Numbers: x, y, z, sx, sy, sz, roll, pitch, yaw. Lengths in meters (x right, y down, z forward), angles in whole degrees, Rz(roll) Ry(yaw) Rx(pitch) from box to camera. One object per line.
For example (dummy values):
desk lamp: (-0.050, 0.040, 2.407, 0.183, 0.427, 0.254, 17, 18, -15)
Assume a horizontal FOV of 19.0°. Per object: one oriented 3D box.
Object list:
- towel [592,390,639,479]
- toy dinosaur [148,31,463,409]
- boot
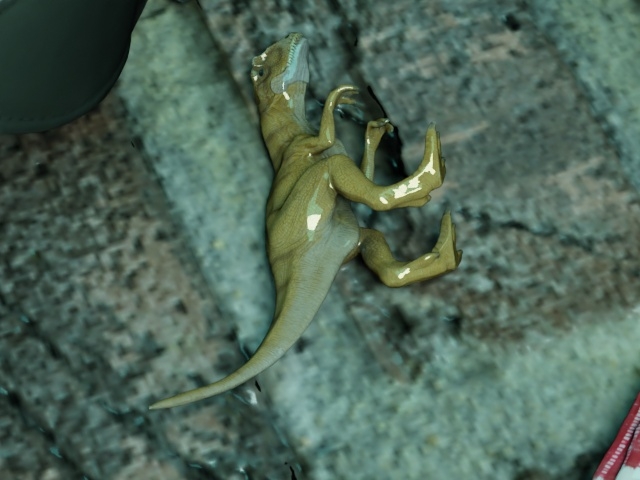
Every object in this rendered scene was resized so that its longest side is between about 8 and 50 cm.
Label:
towel: (0.168, 0.133, 0.665, 0.237, 0.037, 0.329, 2, 44, 46)
toy dinosaur: (0.000, 0.000, 0.817, 0.112, 0.064, 0.211, -7, 46, 12)
boot: (-0.174, -0.160, 0.871, 0.229, 0.091, 0.263, 24, 36, 12)
